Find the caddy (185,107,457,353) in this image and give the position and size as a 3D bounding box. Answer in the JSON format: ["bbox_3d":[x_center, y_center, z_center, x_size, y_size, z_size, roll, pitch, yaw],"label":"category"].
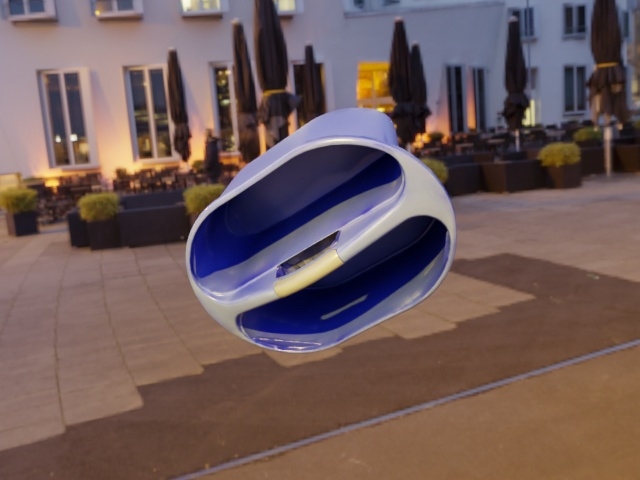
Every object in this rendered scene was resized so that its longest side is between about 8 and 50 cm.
[{"bbox_3d":[0.000,0.000,0.829,0.341,0.241,0.179,-31,20,25],"label":"caddy"}]
